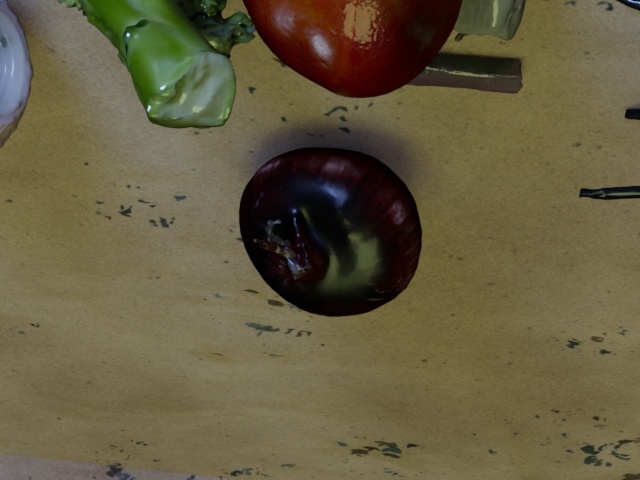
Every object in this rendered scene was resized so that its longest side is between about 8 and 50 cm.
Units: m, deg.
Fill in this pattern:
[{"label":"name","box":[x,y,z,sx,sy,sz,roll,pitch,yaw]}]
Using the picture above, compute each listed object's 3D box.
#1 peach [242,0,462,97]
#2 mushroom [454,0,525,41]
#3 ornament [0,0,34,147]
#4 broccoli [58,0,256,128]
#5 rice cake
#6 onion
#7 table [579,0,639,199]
[{"label":"peach","box":[0.038,-0.273,1.674,0.248,0.245,0.275,-12,148,-9]},{"label":"mushroom","box":[0.216,-0.322,1.745,0.099,0.096,0.278,11,144,-13]},{"label":"ornament","box":[-0.488,-0.209,1.871,0.225,0.259,0.259,-4,148,23]},{"label":"broccoli","box":[-0.213,-0.290,1.597,0.353,0.397,0.275,30,115,-8]},{"label":"rice cake","box":[0.160,-0.218,1.977,0.206,0.036,0.047,4,139,0]},{"label":"onion","box":[0.000,0.000,2.140,0.273,0.285,0.273,12,120,21]},{"label":"table","box":[0.464,-0.144,1.859,0.249,0.317,0.317,9,152,22]}]
